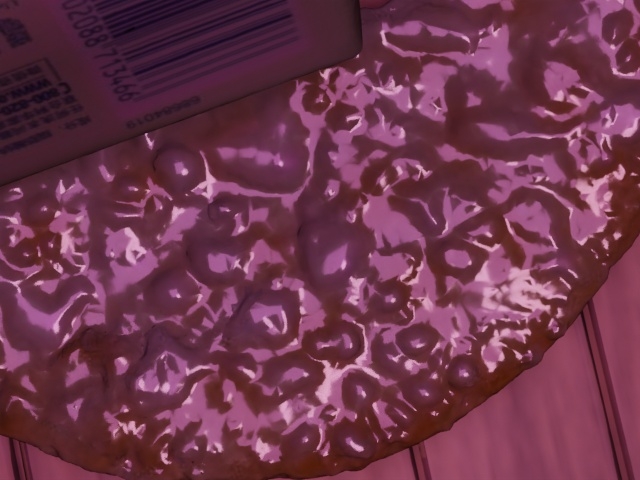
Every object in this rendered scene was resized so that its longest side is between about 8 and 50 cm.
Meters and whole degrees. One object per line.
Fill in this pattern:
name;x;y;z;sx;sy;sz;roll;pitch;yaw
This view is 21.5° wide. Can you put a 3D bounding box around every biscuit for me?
biscuit;0.000;0.000;0.525;0.290;0.038;0.141;-21;83;2

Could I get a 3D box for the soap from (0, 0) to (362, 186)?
soap;-0.106;-0.122;0.477;0.199;0.138;0.182;-20;69;1
